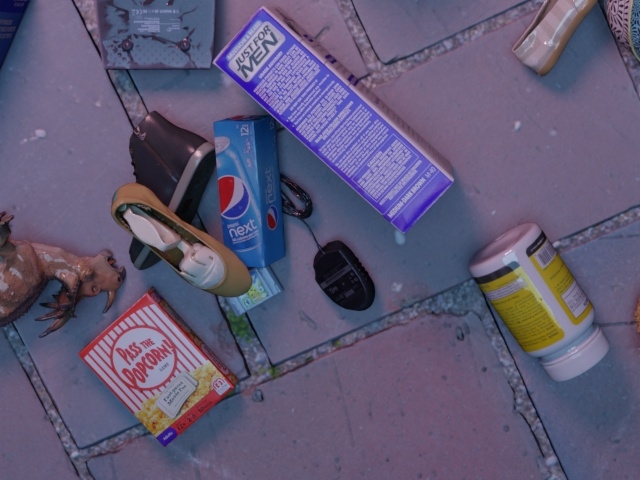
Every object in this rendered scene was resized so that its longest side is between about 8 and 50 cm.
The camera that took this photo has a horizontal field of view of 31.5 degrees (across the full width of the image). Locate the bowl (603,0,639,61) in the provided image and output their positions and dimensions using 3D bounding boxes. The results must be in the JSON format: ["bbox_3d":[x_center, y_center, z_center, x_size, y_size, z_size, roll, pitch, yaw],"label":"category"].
[{"bbox_3d":[0.437,-0.326,1.530,0.170,0.080,0.170,-19,121,-35],"label":"bowl"}]

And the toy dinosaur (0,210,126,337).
[{"bbox_3d":[-0.456,0.073,1.656,0.296,0.127,0.200,-26,105,13],"label":"toy dinosaur"}]

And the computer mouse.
[{"bbox_3d":[0.000,0.000,1.657,0.071,0.041,0.242,-33,92,32],"label":"computer mouse"}]

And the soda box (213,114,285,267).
[{"bbox_3d":[-0.100,-0.071,1.615,0.067,0.071,0.210,2,104,25],"label":"soda box"}]

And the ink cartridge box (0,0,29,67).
[{"bbox_3d":[-0.585,-0.303,1.580,0.270,0.151,0.395,26,99,-1],"label":"ink cartridge box"}]

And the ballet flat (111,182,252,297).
[{"bbox_3d":[-0.198,0.013,1.568,0.232,0.073,0.080,37,109,-8],"label":"ballet flat"}]

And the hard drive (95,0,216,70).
[{"bbox_3d":[-0.229,-0.368,1.590,0.172,0.054,0.254,0,100,3],"label":"hard drive"}]

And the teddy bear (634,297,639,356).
[{"bbox_3d":[0.623,0.126,1.600,0.338,0.113,0.245,28,99,-2],"label":"teddy bear"}]

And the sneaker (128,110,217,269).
[{"bbox_3d":[-0.241,-0.072,1.645,0.118,0.083,0.222,35,108,16],"label":"sneaker"}]

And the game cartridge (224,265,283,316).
[{"bbox_3d":[-0.104,0.071,1.683,0.083,0.017,0.056,-30,93,8],"label":"game cartridge"}]

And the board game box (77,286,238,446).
[{"bbox_3d":[-0.242,0.189,1.698,0.147,0.045,0.193,-42,95,9],"label":"board game box"}]

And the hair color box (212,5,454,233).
[{"bbox_3d":[0.024,-0.170,1.545,0.339,0.185,0.110,43,101,-4],"label":"hair color box"}]

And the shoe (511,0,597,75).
[{"bbox_3d":[0.340,-0.331,1.550,0.058,0.076,0.219,29,103,-7],"label":"shoe"}]

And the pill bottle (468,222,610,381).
[{"bbox_3d":[0.313,0.089,1.608,0.119,0.119,0.208,-34,96,9],"label":"pill bottle"}]
